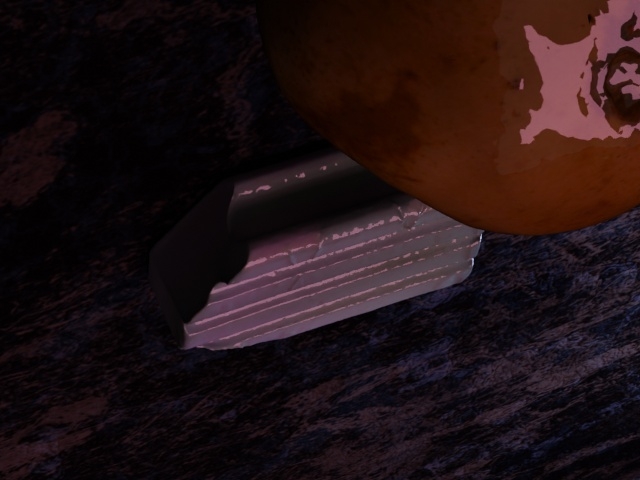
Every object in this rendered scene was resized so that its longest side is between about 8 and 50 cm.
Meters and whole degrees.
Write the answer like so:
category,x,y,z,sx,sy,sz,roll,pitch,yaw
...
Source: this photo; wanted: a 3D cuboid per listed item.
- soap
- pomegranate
category,x,y,z,sx,sy,sz,roll,pitch,yaw
soap,0.000,0.000,1.987,0.346,0.115,0.208,-18,152,-16
pomegranate,0.151,-0.213,1.473,0.416,0.417,0.417,-21,153,-11
